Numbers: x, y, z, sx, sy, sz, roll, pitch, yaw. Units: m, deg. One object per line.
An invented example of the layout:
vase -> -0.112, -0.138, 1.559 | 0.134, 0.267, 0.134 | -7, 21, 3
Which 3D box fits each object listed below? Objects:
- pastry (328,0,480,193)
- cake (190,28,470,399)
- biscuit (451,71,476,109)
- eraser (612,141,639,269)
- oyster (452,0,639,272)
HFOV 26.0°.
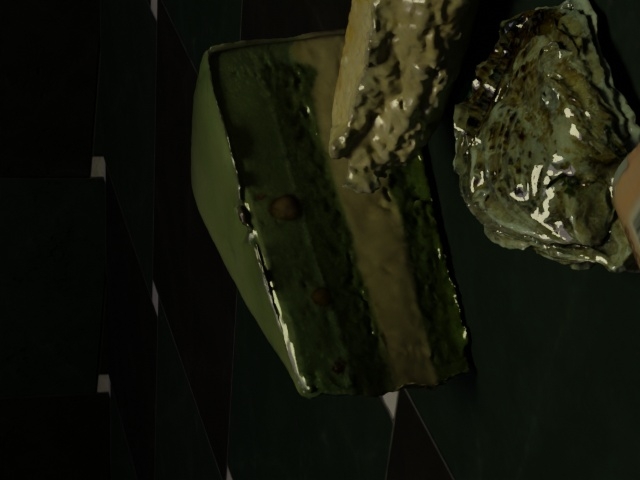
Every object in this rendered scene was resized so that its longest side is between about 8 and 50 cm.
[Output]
pastry -> 0.059, -0.165, 0.900 | 0.121, 0.089, 0.258 | -96, 15, -51
cake -> 0.002, 0.004, 1.064 | 0.172, 0.158, 0.284 | 120, 138, -64
biscuit -> 0.108, -0.066, 0.907 | 0.046, 0.016, 0.089 | 110, 150, -59
eraser -> 0.205, 0.067, 0.516 | 0.171, 0.087, 0.291 | 105, 155, -56
oyster -> 0.130, -0.055, 0.776 | 0.125, 0.064, 0.177 | -31, 54, 56
